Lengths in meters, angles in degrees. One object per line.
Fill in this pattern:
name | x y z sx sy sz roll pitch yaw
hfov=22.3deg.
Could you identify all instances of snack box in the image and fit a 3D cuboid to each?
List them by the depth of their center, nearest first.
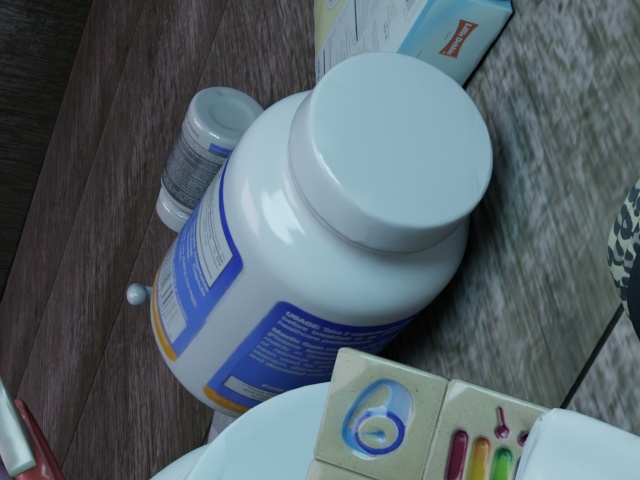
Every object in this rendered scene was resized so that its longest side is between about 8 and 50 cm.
snack box | 0.054 -0.215 1.135 0.187 0.060 0.322 123 153 -46

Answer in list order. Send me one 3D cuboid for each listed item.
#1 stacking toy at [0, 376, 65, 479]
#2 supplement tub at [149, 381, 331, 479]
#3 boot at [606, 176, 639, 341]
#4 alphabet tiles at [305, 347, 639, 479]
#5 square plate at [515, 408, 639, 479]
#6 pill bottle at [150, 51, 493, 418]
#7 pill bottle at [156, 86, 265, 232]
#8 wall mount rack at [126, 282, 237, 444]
stacking toy | -0.249 0.275 1.301 0.279 0.130 0.309 80 164 -61
supplement tub | -0.021 0.234 0.754 0.331 0.241 0.241 121 155 -48
boot | 0.173 0.001 0.558 0.178 0.085 0.236 -93 23 -48
alphabet tiles | 0.091 0.161 0.516 0.009 0.237 0.198 -4 -71 -69
square plate | 0.122 0.251 0.389 0.347 0.049 0.344 20 99 50
pill bottle | 0.000 0.000 1.005 0.272 0.152 0.152 130 148 -56
pill bottle | -0.104 -0.071 1.524 0.078 0.078 0.137 -94 23 -43
wall mount rack | -0.107 0.165 1.276 0.304 0.130 0.350 -155 77 -73
